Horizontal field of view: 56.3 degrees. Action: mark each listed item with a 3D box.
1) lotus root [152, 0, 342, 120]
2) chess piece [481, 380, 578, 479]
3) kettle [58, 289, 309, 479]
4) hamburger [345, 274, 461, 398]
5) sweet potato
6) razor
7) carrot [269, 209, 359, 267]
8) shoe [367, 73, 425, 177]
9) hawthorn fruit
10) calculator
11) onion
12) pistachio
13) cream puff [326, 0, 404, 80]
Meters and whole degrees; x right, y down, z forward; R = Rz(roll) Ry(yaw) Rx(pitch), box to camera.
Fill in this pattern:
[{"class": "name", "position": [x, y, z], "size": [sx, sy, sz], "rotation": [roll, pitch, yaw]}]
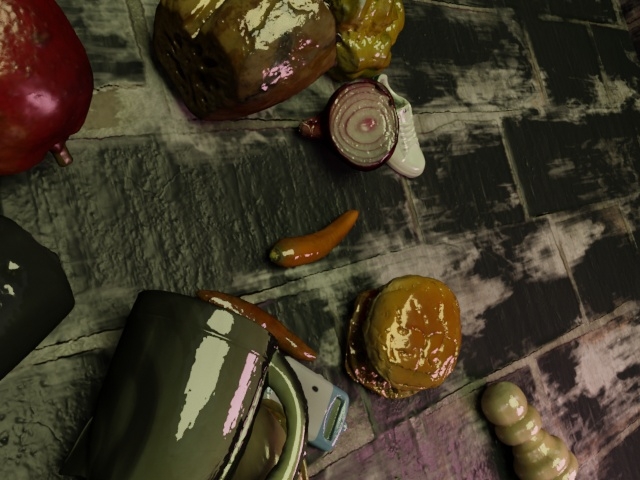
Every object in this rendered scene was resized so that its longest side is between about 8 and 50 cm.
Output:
[{"class": "lotus root", "position": [-0.145, -0.364, 1.060], "size": [0.250, 0.316, 0.316], "rotation": [-45, 105, -29]}, {"class": "chess piece", "position": [0.469, 0.446, 1.385], "size": [0.142, 0.142, 0.261], "rotation": [-38, 96, -38]}, {"class": "kettle", "position": [-0.177, 0.277, 0.863], "size": [0.320, 0.228, 0.325], "rotation": [20, 68, -6]}, {"class": "hamburger", "position": [0.170, 0.195, 1.203], "size": [0.244, 0.163, 0.245], "rotation": [11, 72, -36]}, {"class": "sweet potato", "position": [-0.111, 0.150, 1.074], "size": [0.264, 0.057, 0.058], "rotation": [32, 60, -28]}, {"class": "razor", "position": [-0.491, 0.115, 0.757], "size": [0.204, 0.113, 0.349], "rotation": [50, 53, -12]}, {"class": "carrot", "position": [0.000, 0.000, 1.205], "size": [0.271, 0.066, 0.062], "rotation": [-21, 134, -42]}, {"class": "shoe", "position": [0.173, -0.264, 1.378], "size": [0.265, 0.110, 0.095], "rotation": [48, 53, -13]}, {"class": "hawthorn fruit", "position": [-0.446, -0.219, 0.813], "size": [0.265, 0.265, 0.307], "rotation": [-53, 131, -35]}, {"class": "calculator", "position": [-0.027, 0.301, 1.102], "size": [0.210, 0.039, 0.121], "rotation": [38, 59, -23]}, {"class": "onion", "position": [0.057, -0.241, 1.274], "size": [0.217, 0.140, 0.196], "rotation": [-7, 100, 3]}, {"class": "pistachio", "position": [-0.095, 0.371, 0.974], "size": [0.143, 0.144, 0.215], "rotation": [0, 72, -37]}, {"class": "cream puff", "position": [0.073, -0.530, 1.291], "size": [0.291, 0.257, 0.325], "rotation": [-22, 90, -36]}]
